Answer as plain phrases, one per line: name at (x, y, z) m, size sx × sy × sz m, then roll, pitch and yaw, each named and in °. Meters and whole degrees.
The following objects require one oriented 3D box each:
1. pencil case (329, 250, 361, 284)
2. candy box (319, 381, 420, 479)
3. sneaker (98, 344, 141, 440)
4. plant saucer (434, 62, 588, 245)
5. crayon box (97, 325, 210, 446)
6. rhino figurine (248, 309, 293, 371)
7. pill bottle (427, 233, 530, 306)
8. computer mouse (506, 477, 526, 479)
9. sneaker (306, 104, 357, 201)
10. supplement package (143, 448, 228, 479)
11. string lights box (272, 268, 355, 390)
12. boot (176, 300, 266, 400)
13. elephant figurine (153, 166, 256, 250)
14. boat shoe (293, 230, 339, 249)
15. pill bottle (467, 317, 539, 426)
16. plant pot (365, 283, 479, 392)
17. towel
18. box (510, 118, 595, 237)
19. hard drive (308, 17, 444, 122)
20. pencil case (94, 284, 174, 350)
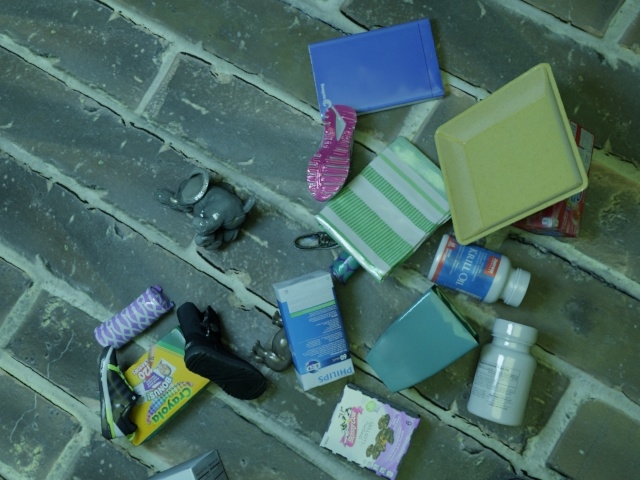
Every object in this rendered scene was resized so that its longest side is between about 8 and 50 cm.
pencil case at (0.091, 0.040, 1.604) m, size 0.151 × 0.070 × 0.064 m, roll -45°, pitch 47°, yaw 3°
candy box at (0.120, 0.463, 1.554) m, size 0.196 × 0.070 × 0.164 m, roll 23°, pitch 88°, yaw 9°
sneaker at (-0.493, 0.374, 1.576) m, size 0.097 × 0.084 × 0.234 m, roll -3°, pitch 84°, yaw -15°
plant saucer at (0.441, -0.186, 1.479) m, size 0.333 × 0.081 × 0.332 m, roll -29°, pitch 57°, yaw 40°
crayon box at (-0.406, 0.369, 1.631) m, size 0.278 × 0.081 × 0.165 m, roll -42°, pitch 80°, yaw 2°
rhino figurine at (-0.076, 0.221, 1.605) m, size 0.106 × 0.073 × 0.243 m, roll 33°, pitch 87°, yaw 4°
pill bottle at (0.380, 0.077, 1.530) m, size 0.222 × 0.124 × 0.124 m, roll 20°, pitch 87°, yaw 9°
computer mouse at (0.448, 0.675, 1.494) m, size 0.189 × 0.072 × 0.272 m, roll 4°, pitch 97°, yaw 6°
sneaker at (0.036, -0.208, 1.607) m, size 0.103 × 0.111 × 0.252 m, roll 16°, pitch 75°, yaw 8°
supplement package at (-0.317, 0.680, 1.529) m, size 0.199 × 0.198 × 0.262 m, roll -24°, pitch 82°, yaw 6°
string lights box at (-0.016, 0.215, 1.540) m, size 0.134 × 0.077 × 0.259 m, roll -16°, pitch 101°, yaw -14°
boot at (-0.246, 0.267, 1.587) m, size 0.094 × 0.207 × 0.246 m, roll -45°, pitch 124°, yaw 14°
elephant figurine at (-0.303, -0.109, 1.639) m, size 0.186 × 0.169 × 0.239 m, roll -23°, pitch 63°, yaw -23°
boat shoe at (0.000, 0.000, 1.632) m, size 0.142 × 0.040 × 0.049 m, roll -10°, pitch 83°, yaw 7°
pill bottle at (0.433, 0.306, 1.496) m, size 0.131 × 0.131 × 0.229 m, roll 15°, pitch 86°, yaw 9°
plant pot at (0.234, 0.245, 1.520) m, size 0.234 × 0.165 × 0.165 m, roll -42°, pitch 80°, yaw 10°
towel at (0.176, -0.083, 1.574) m, size 0.325 × 0.038 × 0.248 m, roll -43°, pitch 76°, yaw -13°
box at (0.545, -0.144, 1.507) m, size 0.123 × 0.128 × 0.256 m, roll 6°, pitch 84°, yaw 50°
hard drive at (0.142, -0.441, 1.657) m, size 0.319 × 0.040 × 0.210 m, roll -11°, pitch 83°, yaw 7°
pencil case at (-0.490, 0.201, 1.661) m, size 0.206 × 0.086 × 0.088 m, roll -36°, pitch 47°, yaw 1°
